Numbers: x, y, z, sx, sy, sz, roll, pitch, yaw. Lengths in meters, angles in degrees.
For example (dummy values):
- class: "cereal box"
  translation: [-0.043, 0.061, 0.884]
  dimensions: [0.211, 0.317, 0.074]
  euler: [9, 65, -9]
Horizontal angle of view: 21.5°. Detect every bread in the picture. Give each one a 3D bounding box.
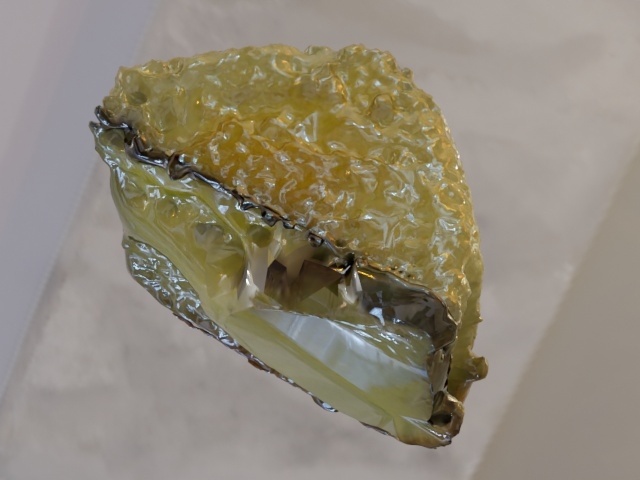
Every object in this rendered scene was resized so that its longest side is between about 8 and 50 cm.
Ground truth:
- class: "bread"
  translation: [0.000, 0.000, 0.977]
  dimensions: [0.162, 0.262, 0.204]
  euler: [-43, -25, -28]
